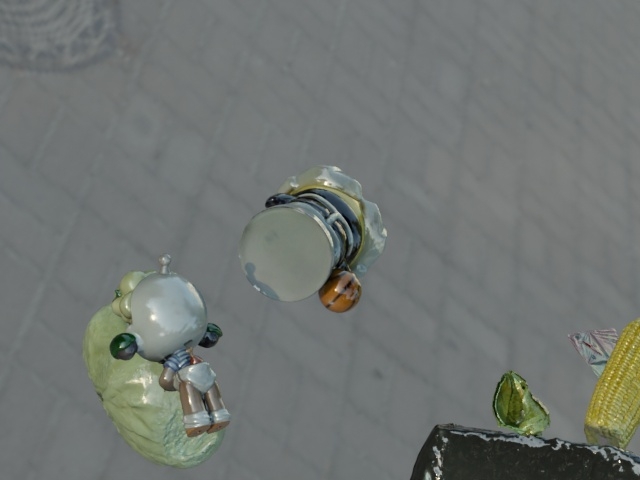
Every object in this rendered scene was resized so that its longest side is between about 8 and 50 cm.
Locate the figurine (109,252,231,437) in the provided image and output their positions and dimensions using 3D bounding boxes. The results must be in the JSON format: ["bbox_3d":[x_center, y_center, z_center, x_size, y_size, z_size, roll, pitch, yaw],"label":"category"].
[{"bbox_3d":[-0.159,0.115,1.673,0.147,0.093,0.197,-5,75,-46],"label":"figurine"}]

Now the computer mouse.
[{"bbox_3d":[0.226,0.276,1.538,0.087,0.295,0.168,29,71,-69],"label":"computer mouse"}]

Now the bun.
[{"bbox_3d":[-0.206,0.175,1.836,0.221,0.108,0.221,53,-5,7],"label":"bun"}]

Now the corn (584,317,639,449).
[{"bbox_3d":[0.346,0.167,1.775,0.063,0.085,0.165,23,53,15],"label":"corn"}]

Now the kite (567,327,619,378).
[{"bbox_3d":[0.367,0.153,1.941,0.152,0.005,0.137,32,36,-14],"label":"kite"}]

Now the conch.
[{"bbox_3d":[0.299,0.256,2.368,0.089,0.074,0.121,-15,82,-48],"label":"conch"}]

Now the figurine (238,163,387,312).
[{"bbox_3d":[0.000,0.000,1.964,0.176,0.133,0.236,54,21,-2],"label":"figurine"}]
